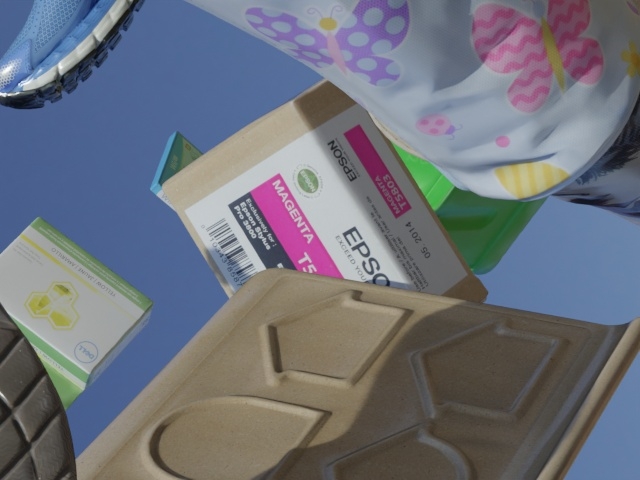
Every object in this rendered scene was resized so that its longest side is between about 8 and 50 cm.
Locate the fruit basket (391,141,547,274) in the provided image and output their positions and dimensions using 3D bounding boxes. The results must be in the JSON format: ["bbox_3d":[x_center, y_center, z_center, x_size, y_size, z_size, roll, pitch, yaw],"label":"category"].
[{"bbox_3d":[0.190,-0.177,2.050,0.283,0.392,0.392,47,-164,19],"label":"fruit basket"}]

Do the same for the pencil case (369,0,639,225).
[{"bbox_3d":[0.180,-0.100,1.180,0.183,0.160,0.410,39,-165,30],"label":"pencil case"}]

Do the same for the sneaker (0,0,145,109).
[{"bbox_3d":[-0.211,-0.265,1.647,0.147,0.330,0.130,30,168,-6],"label":"sneaker"}]

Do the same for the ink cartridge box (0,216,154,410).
[{"bbox_3d":[-0.322,0.108,2.048,0.171,0.056,0.235,37,-123,7],"label":"ink cartridge box"}]

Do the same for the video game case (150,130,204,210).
[{"bbox_3d":[-0.110,-0.036,2.025,0.166,0.015,0.119,41,-152,-17],"label":"video game case"}]

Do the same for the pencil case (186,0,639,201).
[{"bbox_3d":[0.022,-0.118,0.823,0.273,0.124,0.113,28,-178,-32],"label":"pencil case"}]

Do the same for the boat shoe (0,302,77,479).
[{"bbox_3d":[-0.217,0.096,1.050,0.116,0.123,0.324,107,148,-54],"label":"boat shoe"}]

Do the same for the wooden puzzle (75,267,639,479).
[{"bbox_3d":[0.026,0.139,1.305,0.322,0.348,0.080,-47,-45,-51],"label":"wooden puzzle"}]

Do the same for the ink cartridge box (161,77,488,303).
[{"bbox_3d":[0.000,0.000,1.600,0.088,0.193,0.234,-34,-88,-47],"label":"ink cartridge box"}]
